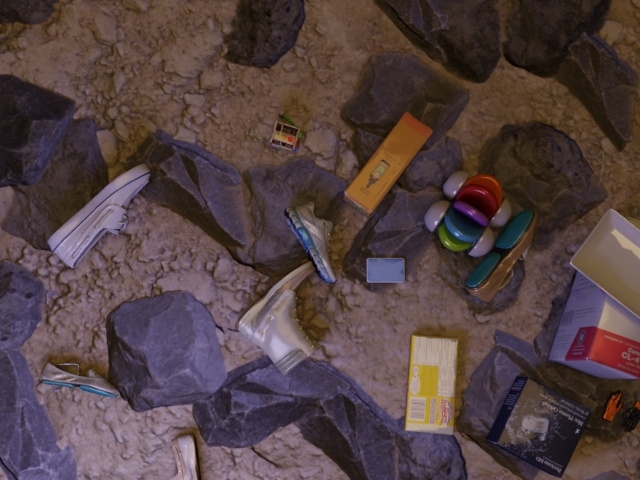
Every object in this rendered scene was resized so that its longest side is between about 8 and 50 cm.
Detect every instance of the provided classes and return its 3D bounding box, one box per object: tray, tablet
[{"bbox_3d":[0.627,0.074,1.725,0.270,0.030,0.145,39,79,3],"label":"tray"},{"bbox_3d":[0.143,0.065,1.932,0.083,0.006,0.054,0,82,-3],"label":"tablet"}]

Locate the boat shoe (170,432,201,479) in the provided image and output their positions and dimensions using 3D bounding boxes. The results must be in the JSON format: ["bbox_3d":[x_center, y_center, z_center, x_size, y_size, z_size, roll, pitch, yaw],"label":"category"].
[{"bbox_3d":[-0.278,0.486,1.816,0.059,0.063,0.170,-8,73,-2],"label":"boat shoe"}]

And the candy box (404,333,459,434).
[{"bbox_3d":[0.238,0.307,1.891,0.105,0.027,0.206,6,81,-5],"label":"candy box"}]

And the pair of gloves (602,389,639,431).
[{"bbox_3d":[0.658,0.371,1.919,0.083,0.010,0.074,30,79,-2],"label":"pair of gloves"}]

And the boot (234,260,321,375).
[{"bbox_3d":[-0.053,0.163,1.868,0.213,0.077,0.165,-44,86,-2],"label":"boot"}]

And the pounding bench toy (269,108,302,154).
[{"bbox_3d":[-0.070,-0.240,1.939,0.065,0.052,0.083,16,81,-2],"label":"pounding bench toy"}]

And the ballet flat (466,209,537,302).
[{"bbox_3d":[0.406,0.036,1.931,0.073,0.080,0.232,43,83,-25],"label":"ballet flat"}]

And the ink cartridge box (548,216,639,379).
[{"bbox_3d":[0.612,0.128,1.844,0.131,0.226,0.306,22,81,-1],"label":"ink cartridge box"}]

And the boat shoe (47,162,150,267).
[{"bbox_3d":[-0.450,-0.051,1.865,0.267,0.096,0.088,-42,90,-7],"label":"boat shoe"}]

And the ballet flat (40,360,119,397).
[{"bbox_3d":[-0.496,0.285,1.832,0.168,0.057,0.052,12,71,-2],"label":"ballet flat"}]

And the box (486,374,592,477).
[{"bbox_3d":[0.460,0.391,1.862,0.156,0.093,0.158,28,82,0],"label":"box"}]

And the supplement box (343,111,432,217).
[{"bbox_3d":[0.146,-0.164,1.931,0.078,0.080,0.233,37,79,3],"label":"supplement box"}]

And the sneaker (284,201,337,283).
[{"bbox_3d":[0.000,0.000,1.902,0.083,0.071,0.191,-26,84,-13],"label":"sneaker"}]

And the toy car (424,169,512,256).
[{"bbox_3d":[0.325,-0.063,1.897,0.159,0.136,0.182,33,81,1],"label":"toy car"}]
